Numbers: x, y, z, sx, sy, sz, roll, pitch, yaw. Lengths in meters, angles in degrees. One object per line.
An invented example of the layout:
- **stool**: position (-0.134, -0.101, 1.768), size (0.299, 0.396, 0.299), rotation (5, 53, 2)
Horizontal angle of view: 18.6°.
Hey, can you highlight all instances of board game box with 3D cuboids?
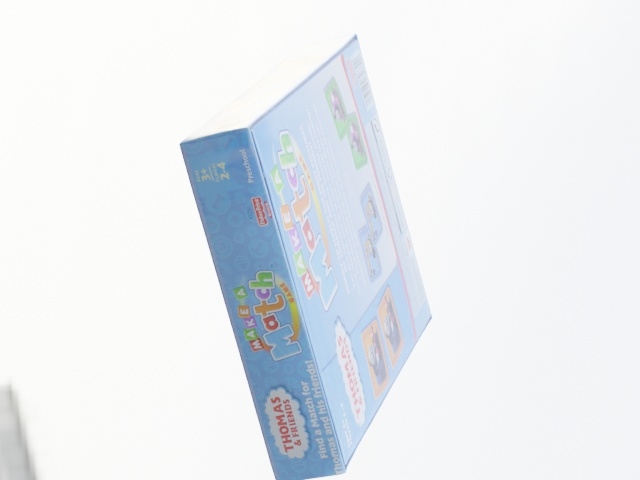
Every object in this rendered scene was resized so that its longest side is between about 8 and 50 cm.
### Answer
- **board game box**: position (0.000, 0.000, 0.932), size (0.211, 0.039, 0.160), rotation (-52, 128, -69)
